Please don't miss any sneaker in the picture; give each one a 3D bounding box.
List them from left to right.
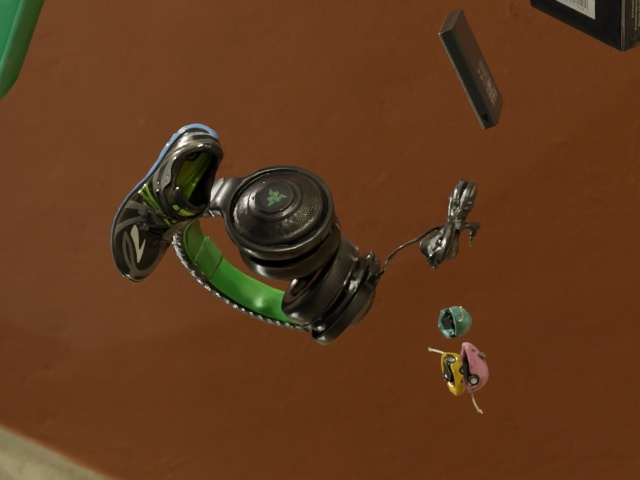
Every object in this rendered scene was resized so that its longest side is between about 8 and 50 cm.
[{"bbox_3d":[-0.166,-0.038,1.262,0.067,0.078,0.188,28,-81,-30],"label":"sneaker"}]

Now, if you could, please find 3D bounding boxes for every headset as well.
[{"bbox_3d":[0.000,0.000,1.427,0.394,0.185,0.243,0,-41,40],"label":"headset"}]

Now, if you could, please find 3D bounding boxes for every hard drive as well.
[{"bbox_3d":[0.190,-0.216,1.464,0.022,0.094,0.135,-20,-70,23],"label":"hard drive"}]

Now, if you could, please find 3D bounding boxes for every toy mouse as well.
[{"bbox_3d":[0.179,0.132,1.446,0.031,0.161,0.143,-8,-52,-13],"label":"toy mouse"}]

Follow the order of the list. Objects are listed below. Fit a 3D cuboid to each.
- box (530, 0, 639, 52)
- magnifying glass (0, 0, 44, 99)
[{"bbox_3d":[0.345,-0.303,1.234,0.207,0.153,0.108,-27,-50,-20],"label":"box"},{"bbox_3d":[-0.150,-0.135,0.566,0.231,0.026,0.092,-31,-81,30],"label":"magnifying glass"}]
